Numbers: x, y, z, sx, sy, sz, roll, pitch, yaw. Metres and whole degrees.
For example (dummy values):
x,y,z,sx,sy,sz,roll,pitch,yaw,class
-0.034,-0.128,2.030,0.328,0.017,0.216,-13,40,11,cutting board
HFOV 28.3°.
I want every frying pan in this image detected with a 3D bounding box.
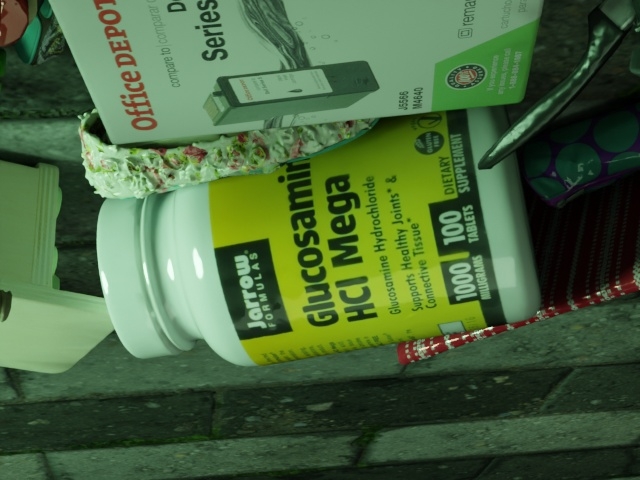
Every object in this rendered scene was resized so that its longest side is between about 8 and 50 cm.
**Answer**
x,y,z,sx,sy,sz,roll,pitch,yaw,class
0.225,-0.170,0.778,0.197,0.053,0.326,-39,-179,-34,frying pan

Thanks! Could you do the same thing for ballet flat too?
x,y,z,sx,sy,sz,roll,pitch,yaw,class
-0.173,-0.156,0.828,0.041,0.041,0.114,3,155,-21,ballet flat
-0.075,-0.089,0.950,0.241,0.091,0.077,-16,132,12,ballet flat

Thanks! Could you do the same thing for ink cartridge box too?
x,y,z,sx,sy,sz,roll,pitch,yaw,class
-0.013,-0.160,0.750,0.273,0.114,0.198,-7,157,0,ink cartridge box

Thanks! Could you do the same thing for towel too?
x,y,z,sx,sy,sz,roll,pitch,yaw,class
0.202,0.008,1.116,0.275,0.199,0.031,-22,118,33,towel

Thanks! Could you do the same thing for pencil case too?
x,y,z,sx,sy,sz,roll,pitch,yaw,class
0.250,-0.075,1.068,0.152,0.070,0.064,-20,153,27,pencil case

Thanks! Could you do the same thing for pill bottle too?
x,y,z,sx,sy,sz,roll,pitch,yaw,class
0.000,0.000,1.030,0.334,0.187,0.188,-11,156,10,pill bottle

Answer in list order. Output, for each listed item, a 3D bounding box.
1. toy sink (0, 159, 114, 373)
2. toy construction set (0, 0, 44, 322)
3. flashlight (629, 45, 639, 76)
x,y,z,sx,sy,sz,roll,pitch,yaw,class
-0.296,0.012,1.058,0.234,0.131,0.153,13,151,-27,toy sink
-0.300,-0.054,0.726,0.237,0.308,0.257,10,144,-22,toy construction set
0.381,-0.101,1.011,0.304,0.103,0.103,19,120,-43,flashlight
